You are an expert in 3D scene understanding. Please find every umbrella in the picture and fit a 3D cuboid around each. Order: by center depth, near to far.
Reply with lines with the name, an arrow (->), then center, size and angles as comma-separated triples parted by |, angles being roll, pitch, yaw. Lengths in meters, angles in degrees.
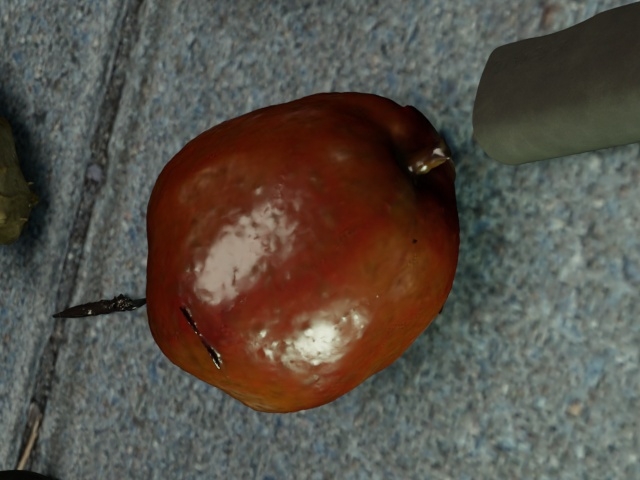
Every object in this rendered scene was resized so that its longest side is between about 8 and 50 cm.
umbrella -> -0.166, 0.051, 0.971 | 0.122, 0.022, 0.013 | -8, 109, 47

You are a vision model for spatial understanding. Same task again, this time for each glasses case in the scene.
glasses case -> 0.161, -0.087, 0.675 | 0.190, 0.042, 0.072 | -8, 65, 53

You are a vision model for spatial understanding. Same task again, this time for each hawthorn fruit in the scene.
hawthorn fruit -> 0.000, 0.000, 0.745 | 0.202, 0.185, 0.185 | -35, 68, 28

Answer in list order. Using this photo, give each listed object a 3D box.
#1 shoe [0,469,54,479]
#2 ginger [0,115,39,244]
shoe -> -0.191, 0.272, 0.930 | 0.241, 0.108, 0.093 | 43, 115, 38
ginger -> -0.303, -0.054, 0.996 | 0.102, 0.157, 0.216 | -43, 70, 45
